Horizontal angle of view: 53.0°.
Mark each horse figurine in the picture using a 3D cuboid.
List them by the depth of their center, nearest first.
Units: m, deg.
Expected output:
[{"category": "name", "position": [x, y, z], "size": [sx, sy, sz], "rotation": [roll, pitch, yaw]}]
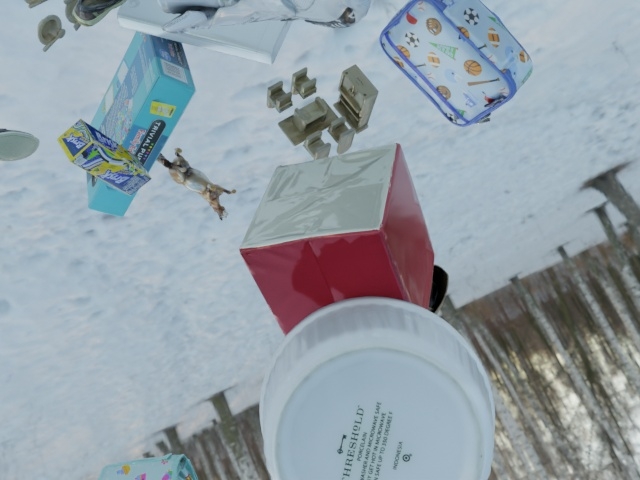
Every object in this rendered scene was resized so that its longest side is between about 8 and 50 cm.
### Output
[{"category": "horse figurine", "position": [-0.326, -0.157, 1.665], "size": [0.066, 0.263, 0.174], "rotation": [-59, -165, -15]}]

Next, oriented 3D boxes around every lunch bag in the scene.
[{"category": "lunch bag", "position": [0.280, -0.382, 1.355], "size": [0.115, 0.303, 0.243], "rotation": [-49, -169, -25]}, {"category": "lunch bag", "position": [-0.392, 0.630, 1.468], "size": [0.223, 0.263, 0.160], "rotation": [-13, 164, 19]}]

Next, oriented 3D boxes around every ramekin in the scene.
[{"category": "ramekin", "position": [0.061, 0.202, 0.691], "size": [0.272, 0.273, 0.127], "rotation": [-25, -178, 4]}]

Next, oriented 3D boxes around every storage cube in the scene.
[{"category": "storage cube", "position": [0.033, 0.013, 0.840], "size": [0.183, 0.215, 0.193], "rotation": [-8, 128, 22]}]

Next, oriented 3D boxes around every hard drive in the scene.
[{"category": "hard drive", "position": [-0.206, -0.457, 1.239], "size": [0.307, 0.203, 0.040], "rotation": [16, 153, 6]}]

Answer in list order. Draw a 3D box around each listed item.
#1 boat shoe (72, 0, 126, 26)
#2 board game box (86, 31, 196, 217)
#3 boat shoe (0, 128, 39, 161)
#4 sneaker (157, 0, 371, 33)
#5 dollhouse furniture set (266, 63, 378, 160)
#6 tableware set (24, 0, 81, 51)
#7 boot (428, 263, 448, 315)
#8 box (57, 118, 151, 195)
[{"category": "boat shoe", "position": [-0.356, -0.421, 1.080], "size": [0.049, 0.056, 0.152], "rotation": [-26, -147, 57]}, {"category": "board game box", "position": [-0.385, -0.257, 1.327], "size": [0.079, 0.254, 0.336], "rotation": [17, 125, -35]}, {"category": "boat shoe", "position": [-0.727, -0.225, 1.411], "size": [0.084, 0.079, 0.233], "rotation": [-52, 162, 22]}, {"category": "sneaker", "position": [-0.084, -0.310, 0.753], "size": [0.210, 0.138, 0.366], "rotation": [-13, -159, -16]}, {"category": "dollhouse furniture set", "position": [0.010, -0.311, 1.624], "size": [0.242, 0.212, 0.161], "rotation": [-32, 165, -18]}, {"category": "tableware set", "position": [-0.446, -0.415, 1.101], "size": [0.141, 0.020, 0.169], "rotation": [-54, 169, -29]}, {"category": "boot", "position": [0.162, 0.172, 1.222], "size": [0.305, 0.112, 0.115], "rotation": [-63, -176, -30]}, {"category": "box", "position": [-0.365, -0.138, 1.095], "size": [0.054, 0.059, 0.169], "rotation": [-39, 157, 4]}]
